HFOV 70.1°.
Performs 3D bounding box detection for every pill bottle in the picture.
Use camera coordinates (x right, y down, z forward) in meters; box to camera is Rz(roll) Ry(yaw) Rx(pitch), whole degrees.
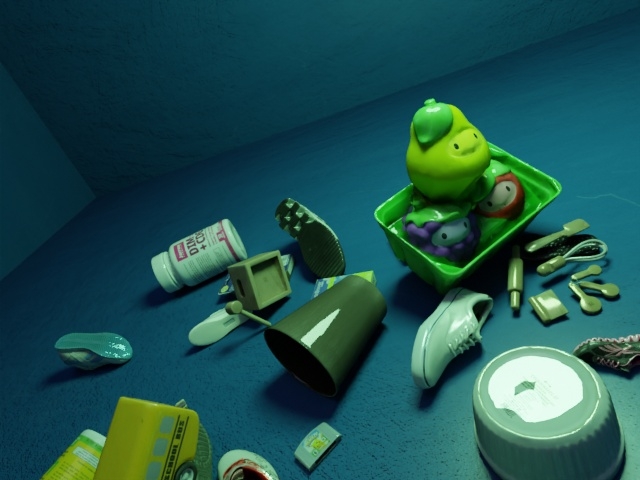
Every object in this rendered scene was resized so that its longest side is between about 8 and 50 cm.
[{"bbox_3d":[-0.486,0.503,0.861,0.136,0.136,0.245,-2,35,35],"label":"pill bottle"},{"bbox_3d":[-0.406,0.056,1.535,0.283,0.160,0.160,-26,28,-2],"label":"pill bottle"}]

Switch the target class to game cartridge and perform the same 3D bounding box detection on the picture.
[{"bbox_3d":[-0.007,0.375,0.835,0.083,0.017,0.056,-39,28,-26],"label":"game cartridge"}]

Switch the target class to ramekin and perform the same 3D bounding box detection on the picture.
[{"bbox_3d":[0.328,0.255,0.679,0.207,0.109,0.207,-19,29,11],"label":"ramekin"}]

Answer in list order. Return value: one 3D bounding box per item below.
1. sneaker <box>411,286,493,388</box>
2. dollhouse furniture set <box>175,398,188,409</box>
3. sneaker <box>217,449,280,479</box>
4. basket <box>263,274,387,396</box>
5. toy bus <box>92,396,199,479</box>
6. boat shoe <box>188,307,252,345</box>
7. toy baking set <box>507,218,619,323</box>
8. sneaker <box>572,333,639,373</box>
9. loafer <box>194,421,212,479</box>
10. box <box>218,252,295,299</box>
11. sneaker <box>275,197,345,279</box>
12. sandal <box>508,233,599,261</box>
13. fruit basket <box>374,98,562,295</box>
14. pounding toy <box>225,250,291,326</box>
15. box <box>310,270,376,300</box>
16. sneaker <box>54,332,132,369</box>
[{"bbox_3d":[0.258,0.178,0.879,0.091,0.094,0.258,-3,34,42],"label":"sneaker"},{"bbox_3d":[-0.333,0.391,0.991,0.091,0.081,0.114,-35,30,-19],"label":"dollhouse furniture set"},{"bbox_3d":[-0.119,0.397,0.747,0.090,0.145,0.270,-37,30,-22],"label":"sneaker"},{"bbox_3d":[0.029,0.189,0.987,0.204,0.154,0.227,27,50,34],"label":"basket"},{"bbox_3d":[-0.293,0.430,0.714,0.108,0.130,0.332,-3,65,31],"label":"toy bus"},{"bbox_3d":[-0.278,0.223,1.258,0.184,0.066,0.063,-34,19,-16],"label":"boat shoe"},{"bbox_3d":[0.488,0.062,0.939,0.197,0.030,0.256,-3,48,21],"label":"toy baking set"},{"bbox_3d":[0.480,0.191,0.746,0.119,0.047,0.057,-14,41,21],"label":"sneaker"},{"bbox_3d":[-0.248,0.425,0.822,0.087,0.094,0.251,-32,43,2],"label":"loafer"},{"bbox_3d":[-0.194,0.113,1.403,0.225,0.036,0.136,-14,30,17],"label":"box"},{"bbox_3d":[0.000,0.000,1.366,0.122,0.146,0.330,-47,50,14],"label":"sneaker"},{"bbox_3d":[0.513,0.020,1.008,0.179,0.040,0.067,-2,60,18],"label":"sandal"},{"bbox_3d":[0.311,-0.113,1.002,0.392,0.392,0.283,-35,55,-18],"label":"fruit basket"},{"bbox_3d":[-0.185,0.146,1.220,0.094,0.181,0.206,-11,8,42],"label":"pounding toy"},{"bbox_3d":[0.049,0.137,1.169,0.178,0.042,0.109,-12,30,21],"label":"box"},{"bbox_3d":[-0.659,0.333,1.348,0.229,0.092,0.087,4,33,10],"label":"sneaker"}]
